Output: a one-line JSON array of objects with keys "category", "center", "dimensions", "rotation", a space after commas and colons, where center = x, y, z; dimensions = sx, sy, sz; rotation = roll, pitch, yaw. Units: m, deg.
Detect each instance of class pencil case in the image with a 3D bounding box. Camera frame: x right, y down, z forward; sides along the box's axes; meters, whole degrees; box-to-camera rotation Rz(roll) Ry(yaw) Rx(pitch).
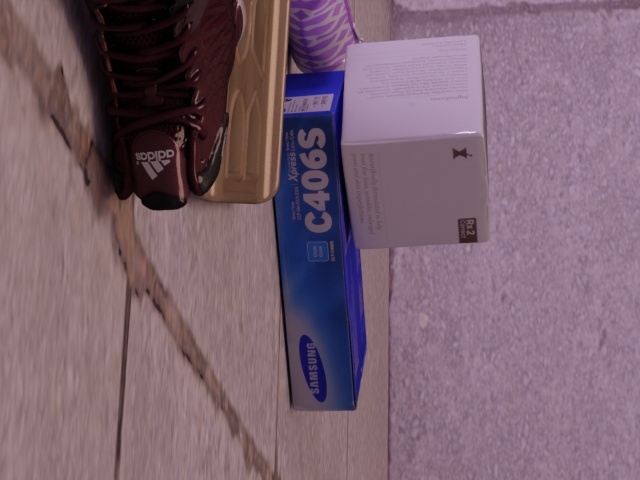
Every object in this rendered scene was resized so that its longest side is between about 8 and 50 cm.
[{"category": "pencil case", "center": [-0.001, -0.259, 1.864], "dimensions": [0.206, 0.088, 0.086], "rotation": [71, 26, -65]}]

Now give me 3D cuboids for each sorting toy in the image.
[{"category": "sorting toy", "center": [-0.071, -0.185, 1.420], "dimensions": [0.229, 0.041, 0.307], "rotation": [-3, 96, -79]}]

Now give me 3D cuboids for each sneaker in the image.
[{"category": "sneaker", "center": [-0.094, -0.106, 1.023], "dimensions": [0.281, 0.106, 0.162], "rotation": [62, 30, -76]}]

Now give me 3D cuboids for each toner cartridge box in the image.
[{"category": "toner cartridge box", "center": [0.000, 0.000, 1.867], "dimensions": [0.165, 0.075, 0.348], "rotation": [-72, 159, -67]}]

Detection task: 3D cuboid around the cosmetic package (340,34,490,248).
[{"category": "cosmetic package", "center": [0.106, -0.108, 1.824], "dimensions": [0.183, 0.151, 0.151], "rotation": [-85, 170, -49]}]
